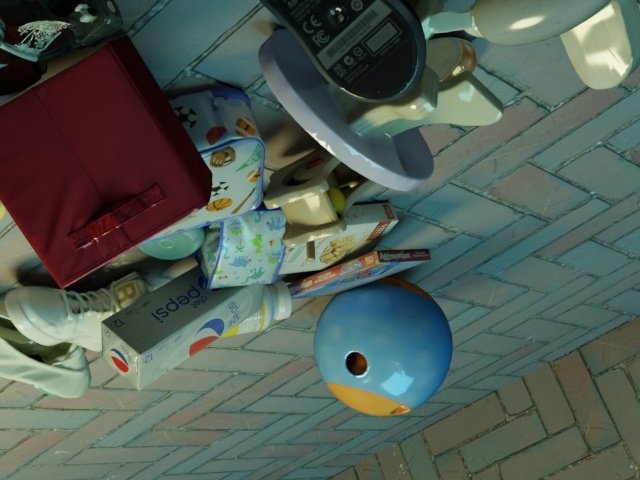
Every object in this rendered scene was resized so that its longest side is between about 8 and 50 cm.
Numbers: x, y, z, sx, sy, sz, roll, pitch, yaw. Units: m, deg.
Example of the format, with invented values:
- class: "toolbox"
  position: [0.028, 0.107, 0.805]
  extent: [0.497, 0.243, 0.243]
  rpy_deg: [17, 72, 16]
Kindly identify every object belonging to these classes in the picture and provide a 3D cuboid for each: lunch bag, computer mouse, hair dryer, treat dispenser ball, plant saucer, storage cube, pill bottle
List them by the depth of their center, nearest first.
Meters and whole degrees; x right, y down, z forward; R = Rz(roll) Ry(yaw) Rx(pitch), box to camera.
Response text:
- class: "hair dryer"
  position: [-0.363, -0.213, 0.932]
  extent: [0.293, 0.080, 0.223]
  rpy_deg: [-24, 154, 36]
- class: "computer mouse"
  position: [0.015, -0.270, 0.997]
  extent: [0.188, 0.272, 0.072]
  rpy_deg: [-33, -167, 27]
- class: "storage cube"
  position: [-0.245, -0.094, 1.035]
  extent: [0.183, 0.193, 0.215]
  rpy_deg: [-29, -166, 3]
- class: "lunch bag"
  position: [-0.227, -0.083, 1.285]
  extent: [0.303, 0.115, 0.243]
  rpy_deg: [-15, 157, -14]
- class: "plant saucer"
  position: [0.140, -0.240, 1.341]
  extent: [0.168, 0.029, 0.168]
  rpy_deg: [-17, 154, -8]
- class: "plant saucer"
  position: [-0.243, -0.002, 1.497]
  extent: [0.119, 0.021, 0.119]
  rpy_deg: [-1, 146, -1]
- class: "lunch bag"
  position: [-0.125, -0.001, 1.543]
  extent: [0.129, 0.096, 0.151]
  rpy_deg: [-6, 142, -28]
- class: "pill bottle"
  position: [-0.153, 0.125, 1.771]
  extent: [0.184, 0.103, 0.103]
  rpy_deg: [-9, 153, -25]
- class: "treat dispenser ball"
  position: [0.129, 0.219, 1.958]
  extent: [0.288, 0.288, 0.288]
  rpy_deg: [-17, 155, -8]

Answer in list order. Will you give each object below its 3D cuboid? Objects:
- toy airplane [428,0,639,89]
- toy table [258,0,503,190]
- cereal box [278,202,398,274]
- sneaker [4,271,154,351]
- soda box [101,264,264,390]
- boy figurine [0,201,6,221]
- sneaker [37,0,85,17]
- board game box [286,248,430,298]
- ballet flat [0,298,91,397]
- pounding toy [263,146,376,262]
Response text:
- class: "toy airplane"
  position: [0.124, -0.334, 0.713]
  extent: [0.272, 0.386, 0.384]
  rpy_deg: [-31, 156, -7]
- class: "toy table"
  position: [0.079, -0.195, 1.159]
  extent: [0.274, 0.252, 0.161]
  rpy_deg: [29, 130, -30]
- class: "cereal box"
  position: [0.000, 0.000, 1.698]
  extent: [0.240, 0.047, 0.173]
  rpy_deg: [-6, 153, -29]
- class: "sneaker"
  position: [-0.376, 0.099, 1.564]
  extent: [0.169, 0.108, 0.292]
  rpy_deg: [-29, 162, 11]
- class: "soda box"
  position: [-0.223, 0.125, 1.574]
  extent: [0.286, 0.098, 0.091]
  rpy_deg: [-33, 147, -40]
- class: "boy figurine"
  position: [-0.476, -0.052, 1.180]
  extent: [0.285, 0.092, 0.177]
  rpy_deg: [-37, 151, 30]
- class: "sneaker"
  position: [-0.251, -0.274, 0.915]
  extent: [0.072, 0.077, 0.178]
  rpy_deg: [-11, 154, -18]
- class: "board game box"
  position: [0.060, 0.066, 1.807]
  extent: [0.145, 0.027, 0.281]
  rpy_deg: [-3, 166, -44]
- class: "ballet flat"
  position: [-0.491, 0.180, 1.619]
  extent: [0.139, 0.139, 0.400]
  rpy_deg: [-27, 154, 14]
- class: "pounding toy"
  position: [0.020, -0.054, 1.414]
  extent: [0.154, 0.155, 0.269]
  rpy_deg: [-22, -163, 10]
